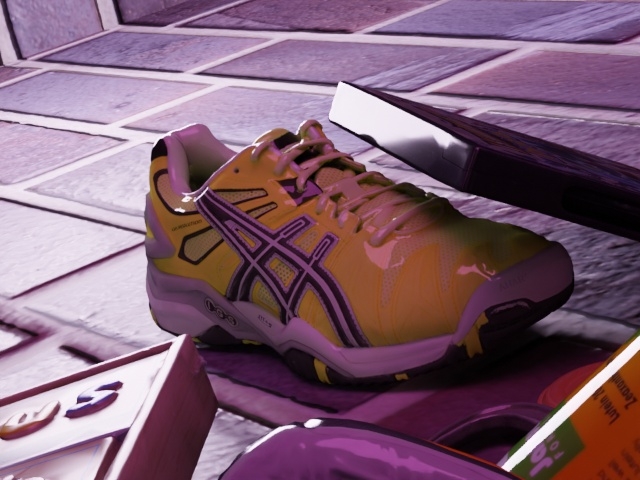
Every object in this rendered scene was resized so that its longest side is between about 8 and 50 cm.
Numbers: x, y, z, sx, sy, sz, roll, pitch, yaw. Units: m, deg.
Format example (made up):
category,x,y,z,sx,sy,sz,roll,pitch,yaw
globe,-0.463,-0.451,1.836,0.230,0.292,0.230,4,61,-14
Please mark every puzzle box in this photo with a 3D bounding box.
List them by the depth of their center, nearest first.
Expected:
category,x,y,z,sx,sy,sz,roll,pitch,yaw
puzzle box,-0.263,0.172,0.944,0.409,0.052,0.272,-19,12,9

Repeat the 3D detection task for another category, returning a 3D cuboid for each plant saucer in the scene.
category,x,y,z,sx,sy,sz,roll,pitch,yaw
plant saucer,0.166,0.088,1.035,0.083,0.013,0.083,-13,16,4

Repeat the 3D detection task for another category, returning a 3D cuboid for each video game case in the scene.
category,x,y,z,sx,sy,sz,roll,pitch,yaw
video game case,0.160,-0.042,1.205,0.248,0.035,0.275,15,8,-20

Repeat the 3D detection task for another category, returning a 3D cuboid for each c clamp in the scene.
category,x,y,z,sx,sy,sz,roll,pitch,yaw
c clamp,0.098,0.124,0.953,0.137,0.022,0.161,-25,19,-21

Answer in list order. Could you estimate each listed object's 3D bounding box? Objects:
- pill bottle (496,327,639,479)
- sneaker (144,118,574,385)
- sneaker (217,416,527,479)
category,x,y,z,sx,sy,sz,roll,pitch,yaw
pill bottle,0.145,0.101,0.662,0.246,0.136,0.136,-45,13,11
sneaker,0.000,0.000,1.223,0.385,0.147,0.145,4,23,44
sneaker,0.107,0.148,0.518,0.124,0.321,0.180,-52,1,15
